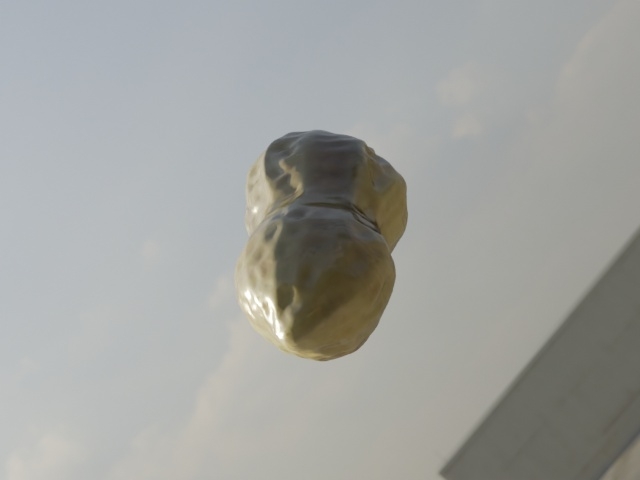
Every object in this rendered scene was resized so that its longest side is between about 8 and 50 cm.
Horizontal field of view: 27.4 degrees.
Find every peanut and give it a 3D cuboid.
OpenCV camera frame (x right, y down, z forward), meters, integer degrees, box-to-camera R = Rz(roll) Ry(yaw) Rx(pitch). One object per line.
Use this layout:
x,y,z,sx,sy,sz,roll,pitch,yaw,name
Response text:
0.000,0.000,1.083,0.149,0.149,0.313,-55,10,24,peanut
